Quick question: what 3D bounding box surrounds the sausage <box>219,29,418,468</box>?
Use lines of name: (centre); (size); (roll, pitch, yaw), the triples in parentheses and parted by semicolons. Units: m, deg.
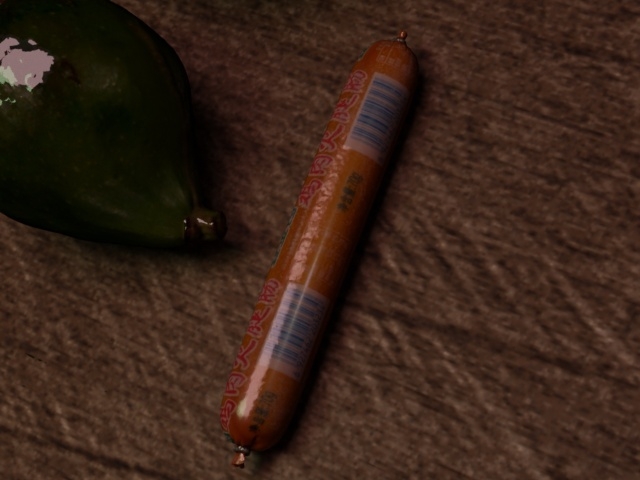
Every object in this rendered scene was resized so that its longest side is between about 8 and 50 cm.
sausage: (0.000, 0.000, 1.368); (0.053, 0.053, 0.348); (11, 71, 31)

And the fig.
fig: (-0.174, -0.074, 1.420); (0.195, 0.195, 0.245); (-39, 74, 4)

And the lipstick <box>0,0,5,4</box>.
lipstick: (-0.278, -0.265, 1.645); (0.057, 0.057, 0.357); (-36, 55, 6)
